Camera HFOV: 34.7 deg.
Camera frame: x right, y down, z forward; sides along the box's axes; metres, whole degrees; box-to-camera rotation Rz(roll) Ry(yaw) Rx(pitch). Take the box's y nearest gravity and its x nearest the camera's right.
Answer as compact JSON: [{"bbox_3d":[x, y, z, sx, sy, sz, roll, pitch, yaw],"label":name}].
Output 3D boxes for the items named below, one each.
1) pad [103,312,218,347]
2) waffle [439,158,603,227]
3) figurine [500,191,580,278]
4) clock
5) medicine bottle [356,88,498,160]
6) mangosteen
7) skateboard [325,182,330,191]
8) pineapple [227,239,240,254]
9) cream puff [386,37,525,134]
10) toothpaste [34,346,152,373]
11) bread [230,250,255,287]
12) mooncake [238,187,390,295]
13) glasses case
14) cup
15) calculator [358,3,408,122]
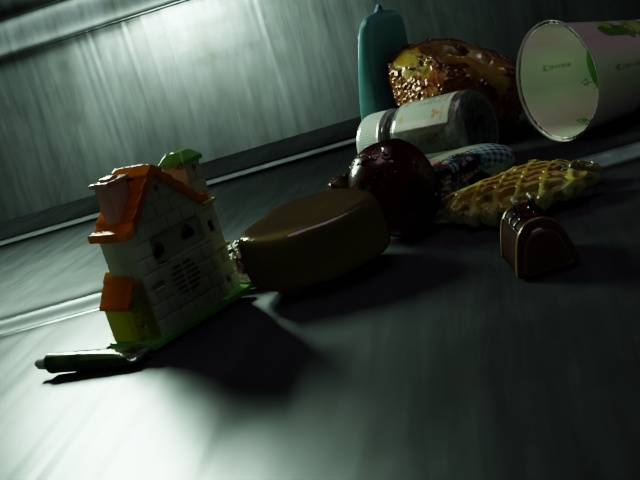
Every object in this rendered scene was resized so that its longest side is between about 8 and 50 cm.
[{"bbox_3d":[-0.245,0.129,1.632,0.188,0.006,0.113,-16,13,7],"label":"pad"},{"bbox_3d":[0.324,-0.081,1.667,0.250,0.056,0.261,-22,15,-22],"label":"waffle"},{"bbox_3d":[0.272,-0.017,1.342,0.082,0.098,0.154,-20,14,4],"label":"figurine"},{"bbox_3d":[-0.246,0.006,1.560,0.106,0.255,0.220,-4,18,41],"label":"clock"},{"bbox_3d":[0.225,-0.220,2.176,0.273,0.165,0.165,-6,16,40],"label":"medicine bottle"},{"bbox_3d":[0.112,-0.083,1.721,0.166,0.166,0.180,-27,4,-39],"label":"mangosteen"},{"bbox_3d":[0.046,-0.112,2.284,0.083,0.032,0.064,-12,23,33],"label":"skateboard"},{"bbox_3d":[-0.092,0.015,1.787,0.159,0.074,0.074,-23,13,-36],"label":"pineapple"},{"bbox_3d":[0.317,-0.343,2.409,0.350,0.228,0.350,10,26,-5],"label":"cream puff"},{"bbox_3d":[-0.336,0.174,1.490,0.204,0.031,0.049,-8,15,28],"label":"toothpaste"},{"bbox_3d":[-0.121,0.048,1.685,0.083,0.070,0.035,-8,-25,18],"label":"bread"},{"bbox_3d":[0.000,0.000,1.599,0.235,0.117,0.235,-15,14,4],"label":"mooncake"},{"bbox_3d":[0.215,-0.112,1.908,0.327,0.076,0.125,-22,15,-23],"label":"glasses case"},{"bbox_3d":[0.588,-0.350,2.143,0.274,0.253,0.253,-13,9,-25],"label":"cup"},{"bbox_3d":[0.161,-0.379,2.494,0.054,0.386,0.256,2,20,29],"label":"calculator"}]
